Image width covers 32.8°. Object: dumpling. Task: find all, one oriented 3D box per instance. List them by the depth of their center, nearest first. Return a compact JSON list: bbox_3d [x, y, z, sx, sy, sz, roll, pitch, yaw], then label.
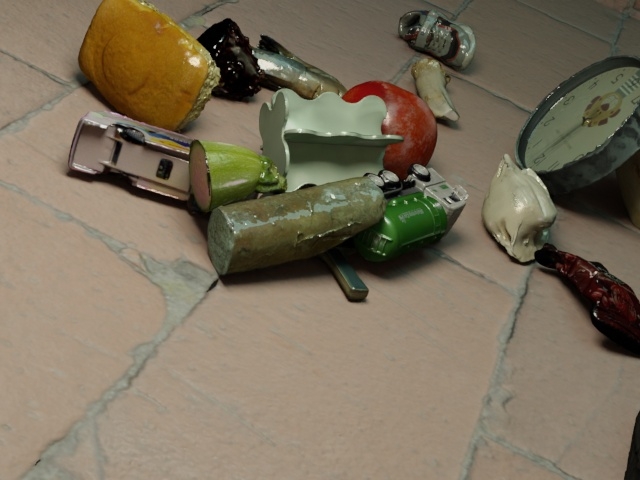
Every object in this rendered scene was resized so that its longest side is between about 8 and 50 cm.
[{"bbox_3d":[0.345,-0.051,1.845,0.136,0.118,0.199,11,67,-33],"label":"dumpling"}]

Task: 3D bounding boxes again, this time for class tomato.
[{"bbox_3d":[0.115,-0.196,1.894,0.187,0.151,0.187,17,25,-8],"label":"tomato"}]

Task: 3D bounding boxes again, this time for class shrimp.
[{"bbox_3d":[-0.075,-0.339,2.082,0.289,0.075,0.178,14,23,-12],"label":"shrimp"}]

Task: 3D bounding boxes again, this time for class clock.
[{"bbox_3d":[0.502,-0.221,2.037,0.061,0.312,0.312,43,22,-23],"label":"clock"}]

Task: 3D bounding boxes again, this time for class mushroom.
[{"bbox_3d":[0.240,-0.300,2.229,0.084,0.071,0.209,41,22,-30],"label":"mushroom"}]

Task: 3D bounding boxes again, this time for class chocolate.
[{"bbox_3d":[-0.164,-0.302,1.930,0.133,0.156,0.156,42,23,-23],"label":"chocolate"}]

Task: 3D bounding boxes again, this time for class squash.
[{"bbox_3d":[-0.108,-0.097,1.518,0.132,0.105,0.105,-8,39,-20],"label":"squash"}]

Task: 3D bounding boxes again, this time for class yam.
[{"bbox_3d":[-0.035,-0.024,1.523,0.259,0.106,0.106,-12,43,-30],"label":"yam"}]

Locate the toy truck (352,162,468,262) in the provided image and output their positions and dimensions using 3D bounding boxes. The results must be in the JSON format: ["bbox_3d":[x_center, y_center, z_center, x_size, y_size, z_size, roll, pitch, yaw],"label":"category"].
[{"bbox_3d":[0.128,-0.039,1.676,0.125,0.101,0.242,41,32,21],"label":"toy truck"}]

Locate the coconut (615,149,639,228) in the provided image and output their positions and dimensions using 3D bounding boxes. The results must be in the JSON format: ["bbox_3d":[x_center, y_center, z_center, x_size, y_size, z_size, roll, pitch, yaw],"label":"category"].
[{"bbox_3d":[0.742,-0.178,2.072,0.345,0.415,0.415,40,33,12],"label":"coconut"}]

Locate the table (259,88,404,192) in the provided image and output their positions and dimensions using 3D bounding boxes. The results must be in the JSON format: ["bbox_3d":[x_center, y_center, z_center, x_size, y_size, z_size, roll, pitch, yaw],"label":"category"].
[{"bbox_3d":[0.017,-0.154,1.714,0.198,0.166,0.166,1,35,-20],"label":"table"}]

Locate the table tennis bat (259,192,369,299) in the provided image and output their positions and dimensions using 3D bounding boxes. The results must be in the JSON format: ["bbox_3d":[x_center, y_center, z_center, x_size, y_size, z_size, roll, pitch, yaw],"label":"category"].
[{"bbox_3d":[0.000,0.000,1.626,0.154,0.021,0.274,3,33,-31],"label":"table tennis bat"}]

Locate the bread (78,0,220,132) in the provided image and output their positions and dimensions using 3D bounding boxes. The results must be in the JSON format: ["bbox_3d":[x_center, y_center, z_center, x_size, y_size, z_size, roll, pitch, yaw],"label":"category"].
[{"bbox_3d":[-0.275,-0.282,1.751,0.245,0.174,0.121,45,31,22],"label":"bread"}]

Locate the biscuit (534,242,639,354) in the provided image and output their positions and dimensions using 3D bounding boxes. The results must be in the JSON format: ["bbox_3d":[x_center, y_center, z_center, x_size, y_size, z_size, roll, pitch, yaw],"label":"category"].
[{"bbox_3d":[0.446,0.083,1.735,0.151,0.063,0.235,26,20,-29],"label":"biscuit"}]

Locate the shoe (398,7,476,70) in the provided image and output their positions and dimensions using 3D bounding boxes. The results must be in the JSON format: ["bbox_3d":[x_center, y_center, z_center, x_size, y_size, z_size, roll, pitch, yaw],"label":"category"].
[{"bbox_3d":[0.255,-0.471,2.474,0.125,0.099,0.227,6,27,-40],"label":"shoe"}]

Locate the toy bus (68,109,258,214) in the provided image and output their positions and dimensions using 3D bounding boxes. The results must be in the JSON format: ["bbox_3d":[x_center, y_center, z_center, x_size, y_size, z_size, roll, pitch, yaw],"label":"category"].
[{"bbox_3d":[-0.223,-0.114,1.591,0.274,0.090,0.112,17,20,-9],"label":"toy bus"}]

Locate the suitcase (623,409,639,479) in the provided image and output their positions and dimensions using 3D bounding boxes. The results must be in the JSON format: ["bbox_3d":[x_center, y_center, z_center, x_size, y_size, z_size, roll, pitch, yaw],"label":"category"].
[{"bbox_3d":[0.565,0.299,1.375,0.335,0.152,0.229,27,29,10],"label":"suitcase"}]
